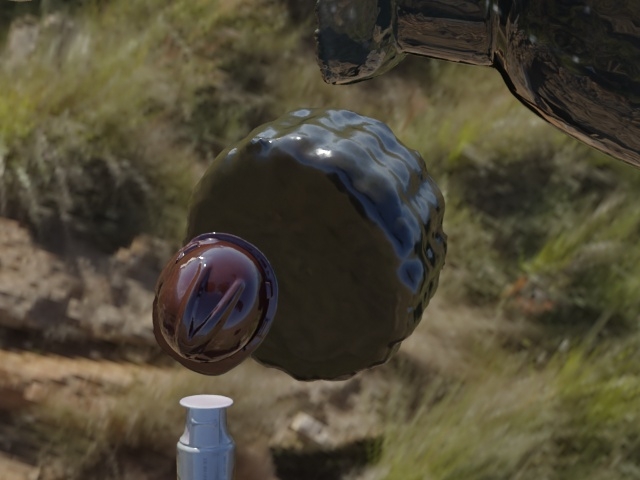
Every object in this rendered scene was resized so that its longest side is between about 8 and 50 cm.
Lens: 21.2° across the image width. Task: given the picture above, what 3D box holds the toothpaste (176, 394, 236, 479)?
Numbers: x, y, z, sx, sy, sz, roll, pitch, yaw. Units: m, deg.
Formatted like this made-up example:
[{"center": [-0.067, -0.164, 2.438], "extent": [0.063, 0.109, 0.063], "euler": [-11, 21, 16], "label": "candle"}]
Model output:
[{"center": [-0.126, 0.335, 1.900], "extent": [0.066, 0.323, 0.100], "euler": [1, 8, 3], "label": "toothpaste"}]

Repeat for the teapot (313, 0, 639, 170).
[{"center": [0.120, -0.158, 0.708], "extent": [0.285, 0.223, 0.305], "euler": [11, 41, 9], "label": "teapot"}]

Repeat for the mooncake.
[{"center": [0.000, 0.000, 1.453], "extent": [0.228, 0.228, 0.124], "euler": [35, 35, 8], "label": "mooncake"}]

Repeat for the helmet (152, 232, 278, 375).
[{"center": [-0.081, 0.054, 1.223], "extent": [0.089, 0.111, 0.057], "euler": [24, 19, 0], "label": "helmet"}]
